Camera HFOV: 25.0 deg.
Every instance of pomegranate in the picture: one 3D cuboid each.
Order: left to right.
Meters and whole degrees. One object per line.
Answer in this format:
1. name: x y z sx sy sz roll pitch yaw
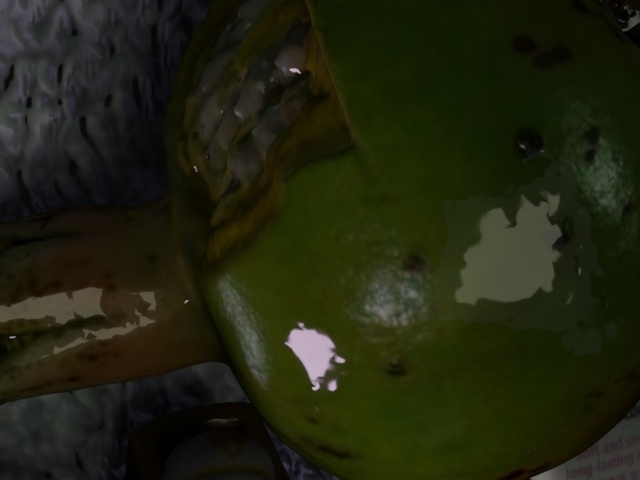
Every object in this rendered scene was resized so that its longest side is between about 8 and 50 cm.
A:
1. pomegranate: 0.000 0.000 0.571 0.302 0.236 0.236 -22 130 1

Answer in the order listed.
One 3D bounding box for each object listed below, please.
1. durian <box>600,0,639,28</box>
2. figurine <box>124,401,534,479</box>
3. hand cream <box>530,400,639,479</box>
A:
1. durian: 0.128 -0.161 0.659 0.148 0.091 0.188 -42 131 -14
2. figurine: -0.082 0.176 0.606 0.382 0.186 0.261 -18 138 -26
3. hand cream: 0.154 0.231 0.902 0.185 0.118 0.358 -6 110 -33
